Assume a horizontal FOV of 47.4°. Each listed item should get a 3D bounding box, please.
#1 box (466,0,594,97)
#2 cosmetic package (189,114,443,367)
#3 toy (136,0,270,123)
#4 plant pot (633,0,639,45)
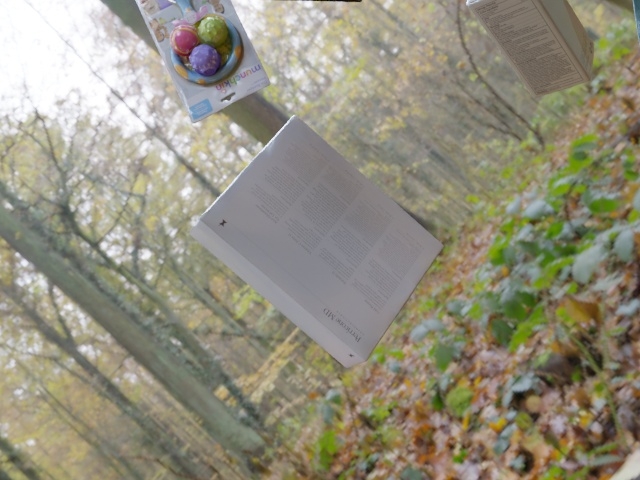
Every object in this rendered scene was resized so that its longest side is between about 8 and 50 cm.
[{"bbox_3d":[0.467,-0.472,1.599,0.148,0.311,0.121,-11,50,40],"label":"box"},{"bbox_3d":[0.000,0.000,1.323,0.284,0.377,0.097,-51,6,-29],"label":"cosmetic package"},{"bbox_3d":[-0.189,-0.316,1.114,0.137,0.237,0.056,-26,-13,5],"label":"toy"},{"bbox_3d":[0.684,-0.477,1.333,0.196,0.293,0.293,-7,9,22],"label":"plant pot"}]
